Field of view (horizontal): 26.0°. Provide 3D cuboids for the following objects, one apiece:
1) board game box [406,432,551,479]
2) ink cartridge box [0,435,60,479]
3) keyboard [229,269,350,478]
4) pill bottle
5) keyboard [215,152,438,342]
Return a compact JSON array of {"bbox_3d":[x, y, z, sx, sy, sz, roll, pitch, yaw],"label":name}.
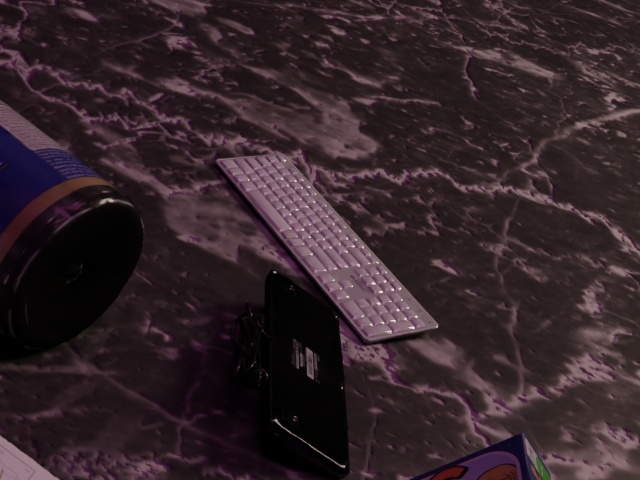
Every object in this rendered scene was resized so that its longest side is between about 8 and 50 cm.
[{"bbox_3d":[0.025,0.186,0.696,0.035,0.201,0.136,57,17,-25],"label":"board game box"},{"bbox_3d":[-0.261,0.135,0.739,0.232,0.066,0.189,43,29,-5],"label":"ink cartridge box"},{"bbox_3d":[-0.028,0.090,0.980,0.100,0.038,0.192,37,22,-21],"label":"keyboard"},{"bbox_3d":[-0.235,-0.033,0.944,0.219,0.122,0.123,35,32,24],"label":"pill bottle"},{"bbox_3d":[0.000,0.000,1.156,0.072,0.014,0.256,-2,37,-37],"label":"keyboard"}]
